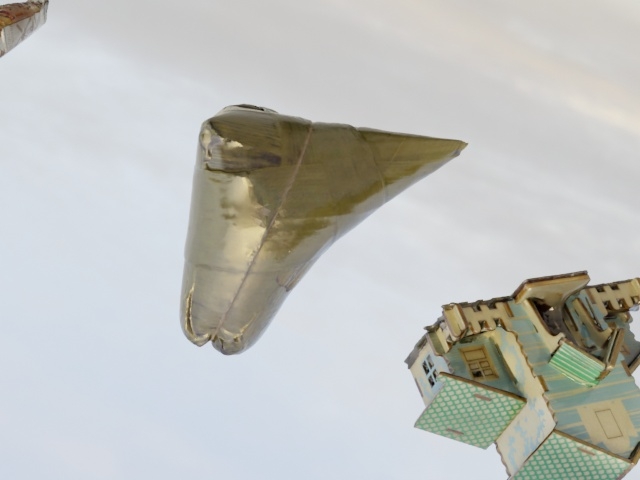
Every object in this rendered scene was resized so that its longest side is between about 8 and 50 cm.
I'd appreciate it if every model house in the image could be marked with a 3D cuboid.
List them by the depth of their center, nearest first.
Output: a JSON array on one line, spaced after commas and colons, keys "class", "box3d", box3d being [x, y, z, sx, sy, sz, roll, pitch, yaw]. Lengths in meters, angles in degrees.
[{"class": "model house", "box3d": [0.243, 0.160, 1.616, 0.271, 0.178, 0.206, -5, -121, -29]}]

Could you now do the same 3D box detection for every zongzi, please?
[{"class": "zongzi", "box3d": [0.000, 0.000, 1.810, 0.300, 0.274, 0.145, 7, -169, -3]}]

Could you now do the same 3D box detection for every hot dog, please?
[{"class": "hot dog", "box3d": [-0.394, -0.255, 1.979, 0.053, 0.099, 0.192, 58, -151, -14]}]
